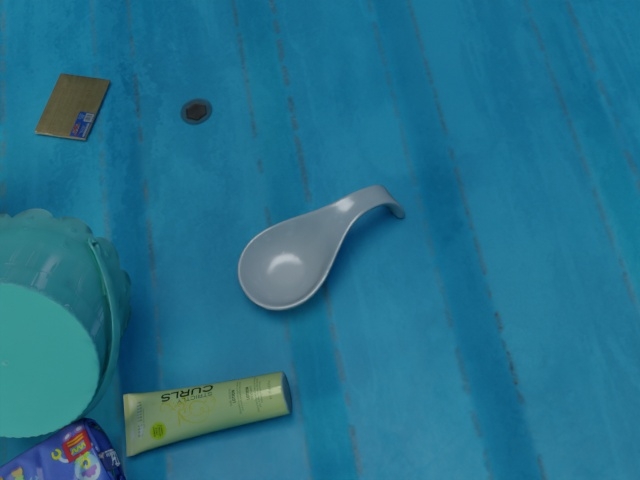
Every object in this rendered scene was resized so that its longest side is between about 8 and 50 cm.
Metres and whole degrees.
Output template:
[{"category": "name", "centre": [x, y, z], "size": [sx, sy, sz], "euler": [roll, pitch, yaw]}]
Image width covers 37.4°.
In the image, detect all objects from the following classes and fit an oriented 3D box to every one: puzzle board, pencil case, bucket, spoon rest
[{"category": "puzzle board", "centre": [-0.429, -0.232, 1.644], "size": [0.097, 0.011, 0.128], "euler": [10, 64, 11]}, {"category": "pencil case", "centre": [-0.398, 0.363, 1.256], "size": [0.306, 0.119, 0.133], "euler": [-32, 67, -10]}, {"category": "bucket", "centre": [-0.397, 0.117, 1.277], "size": [0.281, 0.281, 0.183], "euler": [-7, 27, 4]}, {"category": "spoon rest", "centre": [0.000, 0.000, 1.419], "size": [0.276, 0.084, 0.137], "euler": [-34, 63, -12]}]

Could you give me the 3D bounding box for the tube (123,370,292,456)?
[{"category": "tube", "centre": [-0.162, 0.238, 1.329], "size": [0.240, 0.062, 0.070], "euler": [-12, 20, 7]}]
